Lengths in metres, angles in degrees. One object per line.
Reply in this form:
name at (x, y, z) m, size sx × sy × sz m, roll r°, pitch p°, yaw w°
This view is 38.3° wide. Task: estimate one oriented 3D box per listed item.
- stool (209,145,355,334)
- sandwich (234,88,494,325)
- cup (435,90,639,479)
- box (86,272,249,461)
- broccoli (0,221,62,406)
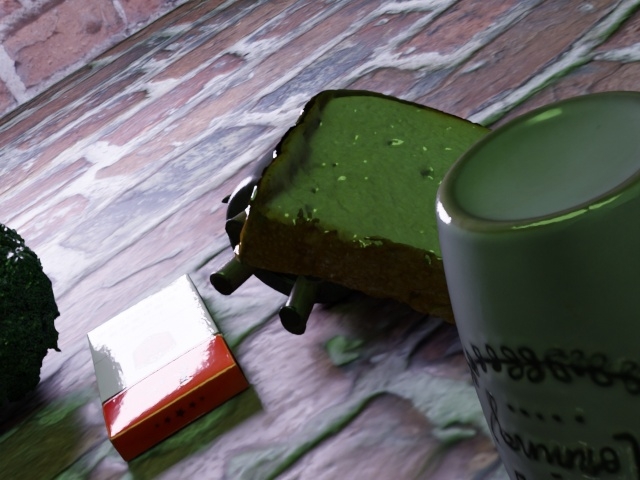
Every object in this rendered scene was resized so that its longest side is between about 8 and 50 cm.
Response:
stool at (-0.002, -0.008, 0.881) m, size 0.228 × 0.153 × 0.139 m, roll -8°, pitch 32°, yaw 37°
sandwich at (0.078, -0.026, 0.774) m, size 0.251 × 0.087 × 0.226 m, roll 18°, pitch 43°, yaw 2°
cup at (0.194, 0.050, 0.489) m, size 0.258 × 0.234 × 0.186 m, roll 6°, pitch 42°, yaw 47°
box at (-0.165, 0.120, 0.948) m, size 0.139 × 0.035 × 0.245 m, roll -31°, pitch 25°, yaw -6°
broccoli at (-0.429, 0.100, 1.042) m, size 0.245 × 0.265 × 0.294 m, roll -57°, pitch 7°, yaw 46°
